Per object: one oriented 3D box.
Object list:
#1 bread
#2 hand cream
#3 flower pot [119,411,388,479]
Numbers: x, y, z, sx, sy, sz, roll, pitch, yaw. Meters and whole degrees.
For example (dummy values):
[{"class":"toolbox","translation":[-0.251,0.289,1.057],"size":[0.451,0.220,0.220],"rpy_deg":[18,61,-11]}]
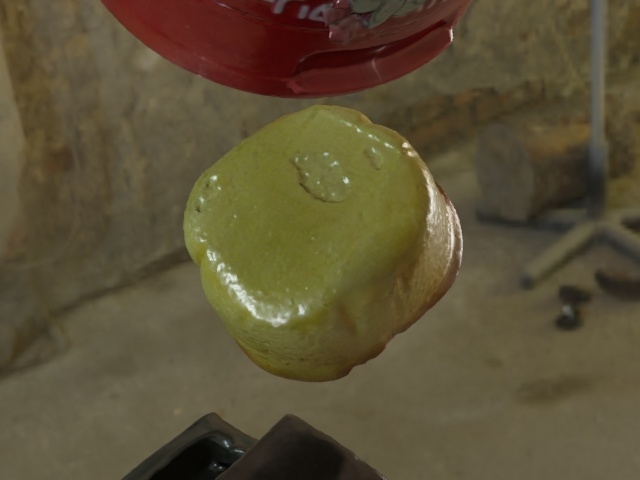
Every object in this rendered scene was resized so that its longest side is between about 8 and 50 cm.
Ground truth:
[{"class":"bread","translation":[0.000,0.000,1.328],"size":[0.269,0.148,0.270],"rpy_deg":[-7,62,14]},{"class":"hand cream","translation":[-0.006,-0.194,0.625],"size":[0.230,0.149,0.230],"rpy_deg":[7,61,-13]},{"class":"flower pot","translation":[-0.049,0.264,0.818],"size":[0.379,0.379,0.251],"rpy_deg":[19,59,38]}]
